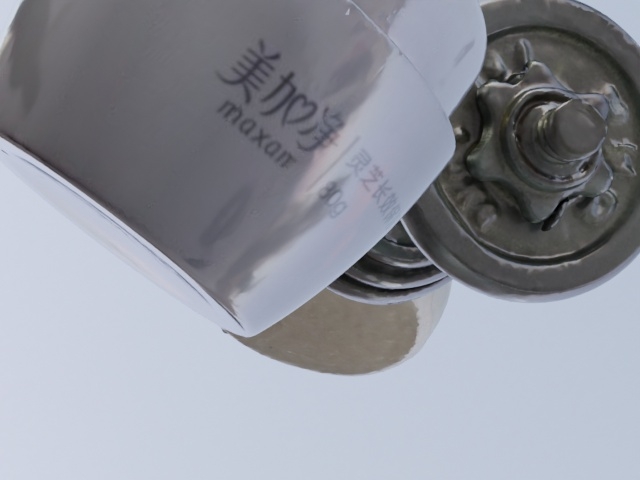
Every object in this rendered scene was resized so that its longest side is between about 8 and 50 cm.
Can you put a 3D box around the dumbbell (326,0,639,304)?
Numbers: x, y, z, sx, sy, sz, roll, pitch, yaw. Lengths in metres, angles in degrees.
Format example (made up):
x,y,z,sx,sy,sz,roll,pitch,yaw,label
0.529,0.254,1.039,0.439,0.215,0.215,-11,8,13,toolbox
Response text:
x,y,z,sx,sy,sz,roll,pitch,yaw,label
0.083,-0.047,0.929,0.406,0.179,0.179,167,-97,-76,dumbbell

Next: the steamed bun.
x,y,z,sx,sy,sz,roll,pitch,yaw,label
0.000,0.000,1.451,0.283,0.177,0.283,12,-37,9,steamed bun

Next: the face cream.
x,y,z,sx,sy,sz,roll,pitch,yaw,label
-0.023,-0.042,0.370,0.117,0.104,0.117,36,-10,8,face cream
